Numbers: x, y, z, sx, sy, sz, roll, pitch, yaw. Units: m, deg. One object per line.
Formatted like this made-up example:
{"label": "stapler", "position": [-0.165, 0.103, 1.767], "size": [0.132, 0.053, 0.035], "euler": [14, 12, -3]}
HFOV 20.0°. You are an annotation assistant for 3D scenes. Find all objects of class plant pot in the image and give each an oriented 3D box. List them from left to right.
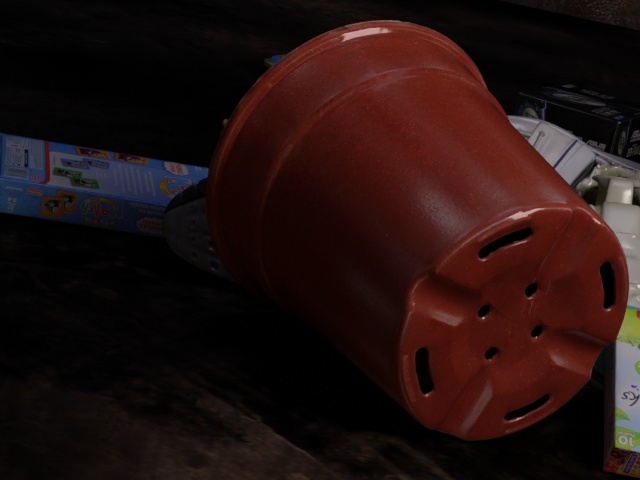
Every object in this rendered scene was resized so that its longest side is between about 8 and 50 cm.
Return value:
{"label": "plant pot", "position": [0.087, 0.002, 1.423], "size": [0.272, 0.272, 0.265], "euler": [2, 26, -31]}

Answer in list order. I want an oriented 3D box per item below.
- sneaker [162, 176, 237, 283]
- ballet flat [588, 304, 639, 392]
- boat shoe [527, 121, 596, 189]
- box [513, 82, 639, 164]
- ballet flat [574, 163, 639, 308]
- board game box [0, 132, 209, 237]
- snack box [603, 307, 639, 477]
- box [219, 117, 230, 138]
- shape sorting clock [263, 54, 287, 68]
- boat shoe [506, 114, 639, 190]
{"label": "sneaker", "position": [0.000, 0.000, 1.656], "size": [0.297, 0.111, 0.129], "euler": [5, -7, -14]}
{"label": "ballet flat", "position": [0.301, 0.118, 1.495], "size": [0.247, 0.083, 0.087], "euler": [16, -25, 2]}
{"label": "boat shoe", "position": [0.179, -0.031, 1.759], "size": [0.076, 0.083, 0.226], "euler": [37, 51, 11]}
{"label": "box", "position": [0.358, -0.152, 2.449], "size": [0.147, 0.077, 0.180], "euler": [20, 18, 26]}
{"label": "ballet flat", "position": [0.266, 0.011, 1.723], "size": [0.147, 0.147, 0.409], "euler": [14, 17, 4]}
{"label": "board game box", "position": [-0.205, -0.050, 1.743], "size": [0.211, 0.039, 0.160], "euler": [8, 17, -12]}
{"label": "snack box", "position": [0.271, 0.122, 1.399], "size": [0.100, 0.037, 0.141], "euler": [11, 48, -1]}
{"label": "box", "position": [0.079, -0.071, 1.967], "size": [0.322, 0.079, 0.257], "euler": [18, 19, 18]}
{"label": "shape sorting clock", "position": [0.022, -0.225, 2.512], "size": [0.206, 0.040, 0.206], "euler": [8, 14, -2]}
{"label": "boat shoe", "position": [0.273, -0.075, 2.083], "size": [0.277, 0.098, 0.096], "euler": [16, 15, 9]}
